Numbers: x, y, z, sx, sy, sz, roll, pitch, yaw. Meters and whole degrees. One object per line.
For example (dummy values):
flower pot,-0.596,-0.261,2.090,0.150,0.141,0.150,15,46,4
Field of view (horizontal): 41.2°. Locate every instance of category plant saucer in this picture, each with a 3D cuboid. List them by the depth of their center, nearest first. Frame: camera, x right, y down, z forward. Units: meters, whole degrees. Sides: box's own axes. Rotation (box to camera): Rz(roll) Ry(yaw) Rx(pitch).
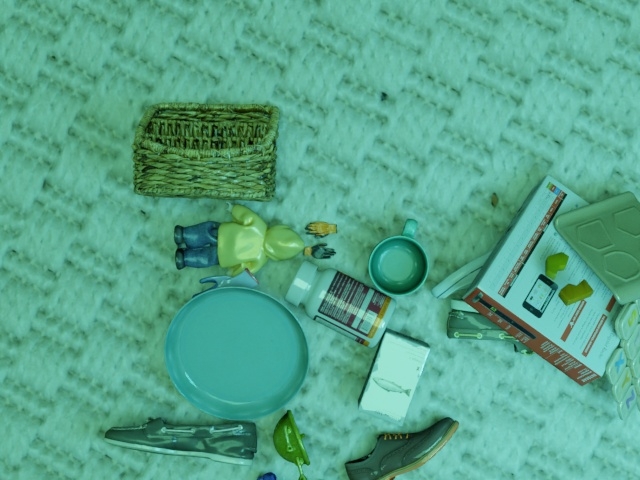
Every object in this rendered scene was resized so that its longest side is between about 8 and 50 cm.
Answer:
plant saucer,-0.181,0.243,1.859,0.318,0.043,0.317,1,108,2

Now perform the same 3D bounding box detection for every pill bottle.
pill bottle,0.042,0.134,1.844,0.221,0.121,0.121,27,91,3

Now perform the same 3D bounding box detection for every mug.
mug,0.178,0.046,1.848,0.158,0.097,0.129,-40,87,2

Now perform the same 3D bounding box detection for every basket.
basket,-0.244,-0.199,1.817,0.299,0.213,0.223,3,91,3

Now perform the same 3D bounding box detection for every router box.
router box,0.504,0.077,1.761,0.301,0.082,0.335,37,63,3

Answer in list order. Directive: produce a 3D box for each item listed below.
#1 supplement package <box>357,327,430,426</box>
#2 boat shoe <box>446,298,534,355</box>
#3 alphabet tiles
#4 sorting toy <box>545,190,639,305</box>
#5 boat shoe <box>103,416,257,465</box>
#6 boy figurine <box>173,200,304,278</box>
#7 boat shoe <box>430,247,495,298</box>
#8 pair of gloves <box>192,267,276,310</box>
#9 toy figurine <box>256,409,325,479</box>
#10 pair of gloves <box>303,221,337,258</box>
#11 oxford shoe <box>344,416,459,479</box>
supplement package,0.158,0.293,1.844,0.105,0.105,0.179,19,91,3
boat shoe,0.424,0.196,1.831,0.305,0.109,0.091,11,91,9
alphabet tiles,0.666,0.219,1.748,0.278,0.021,0.284,-49,128,-29
sorting toy,0.575,0.028,1.714,0.307,0.041,0.229,-18,55,-18
boat shoe,-0.303,0.428,1.878,0.335,0.112,0.095,9,73,-2
boy figurine,-0.177,0.000,1.873,0.285,0.092,0.177,-5,91,2
boat shoe,0.350,0.076,1.842,0.226,0.083,0.076,-32,81,2
pair of gloves,-0.183,0.148,1.867,0.159,0.023,0.198,-30,111,15
toy figurine,-0.095,0.575,1.824,0.217,0.191,0.362,-23,87,8
pair of gloves,0.000,0.000,1.903,0.074,0.010,0.083,3,91,3
oxford shoe,0.176,0.453,1.850,0.271,0.097,0.098,-35,82,3
